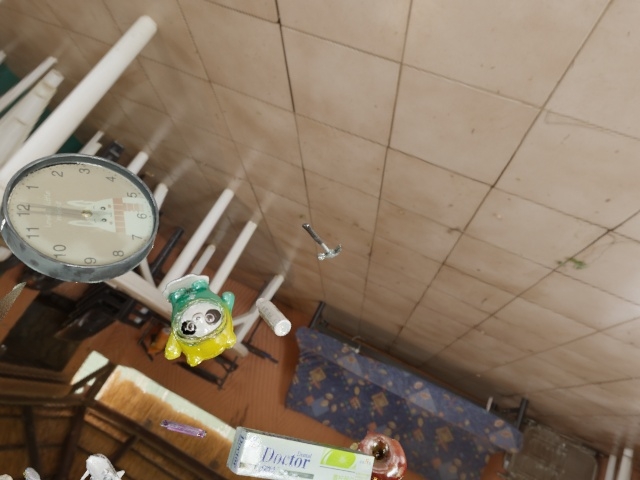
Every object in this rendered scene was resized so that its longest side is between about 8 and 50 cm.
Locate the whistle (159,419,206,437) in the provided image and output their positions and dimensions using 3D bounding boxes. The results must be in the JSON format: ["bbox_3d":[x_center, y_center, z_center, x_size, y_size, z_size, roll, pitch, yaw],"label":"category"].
[{"bbox_3d":[-0.521,0.716,1.570,0.176,0.033,0.033,16,160,-1],"label":"whistle"}]

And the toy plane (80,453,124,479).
[{"bbox_3d":[-0.537,0.577,1.022,0.162,0.066,0.171,15,143,21],"label":"toy plane"}]

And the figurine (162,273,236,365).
[{"bbox_3d":[-0.482,0.317,1.647,0.340,0.323,0.232,58,160,30],"label":"figurine"}]

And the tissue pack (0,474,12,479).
[{"bbox_3d":[-1.044,0.900,1.166,0.296,0.381,0.207,-2,-155,-27],"label":"tissue pack"}]

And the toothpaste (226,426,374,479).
[{"bbox_3d":[-0.034,0.484,0.901,0.336,0.081,0.067,25,158,-26],"label":"toothpaste"}]

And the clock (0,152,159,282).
[{"bbox_3d":[-0.639,-0.072,1.129,0.386,0.386,0.076,34,134,-14],"label":"clock"}]

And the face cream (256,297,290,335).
[{"bbox_3d":[-0.227,0.342,1.904,0.082,0.082,0.269,43,175,-35],"label":"face cream"}]

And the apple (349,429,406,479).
[{"bbox_3d":[0.160,0.631,1.177,0.158,0.155,0.147,93,155,-52],"label":"apple"}]

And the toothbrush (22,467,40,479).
[{"bbox_3d":[-1.002,1.036,1.566,0.413,0.042,0.035,47,-164,10],"label":"toothbrush"}]

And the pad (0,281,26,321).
[{"bbox_3d":[-0.819,0.215,0.994,0.009,0.160,0.265,41,114,-12],"label":"pad"}]

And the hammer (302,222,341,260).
[{"bbox_3d":[0.000,0.000,1.517,0.102,0.029,0.246,-17,146,15],"label":"hammer"}]
